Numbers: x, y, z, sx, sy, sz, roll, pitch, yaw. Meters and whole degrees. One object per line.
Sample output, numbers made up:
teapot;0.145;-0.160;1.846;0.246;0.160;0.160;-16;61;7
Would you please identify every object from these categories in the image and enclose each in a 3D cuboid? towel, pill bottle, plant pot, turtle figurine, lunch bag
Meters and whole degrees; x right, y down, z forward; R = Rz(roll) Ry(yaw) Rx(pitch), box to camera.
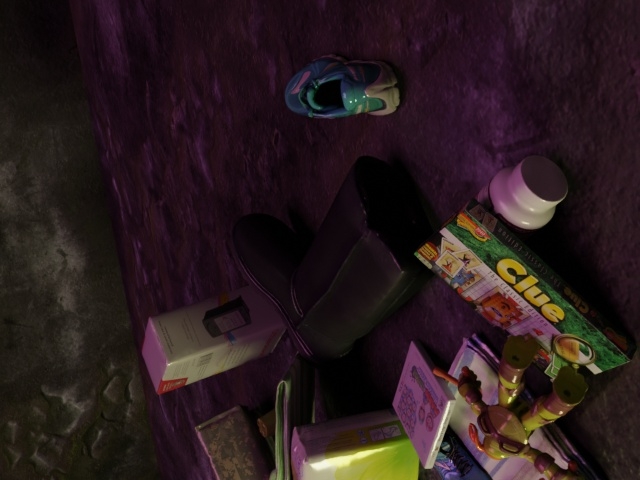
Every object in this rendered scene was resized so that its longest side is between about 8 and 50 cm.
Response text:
towel;0.281;0.300;1.019;0.285;0.034;0.209;51;146;32
towel;-0.050;0.341;1.391;0.325;0.038;0.247;-49;-39;-77
pill bottle;0.233;-0.038;0.849;0.086;0.086;0.152;63;151;16
plant pot;-0.118;0.471;1.771;0.083;0.079;0.083;38;138;45
turtle figurine;0.245;0.225;0.902;0.269;0.087;0.217;48;146;35
lunch bag;-0.209;0.596;1.903;0.235;0.169;0.287;63;176;17

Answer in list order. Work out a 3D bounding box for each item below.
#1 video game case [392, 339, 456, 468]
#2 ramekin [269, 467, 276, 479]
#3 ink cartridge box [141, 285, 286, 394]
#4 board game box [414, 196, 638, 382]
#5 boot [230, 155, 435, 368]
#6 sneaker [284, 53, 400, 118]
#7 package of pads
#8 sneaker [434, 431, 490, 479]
video game case;0.168;0.269;1.136;0.157;0.019;0.143;-118;36;-58
ramekin;0.017;0.631;1.545;0.303;0.148;0.303;42;141;46
ink cartridge box;-0.256;0.232;1.637;0.131;0.306;0.226;61;150;20
board game box;0.246;0.071;0.849;0.260;0.030;0.136;43;146;3
boot;0.002;0.001;1.209;0.367;0.146;0.445;52;151;14
sneaker;0.009;-0.243;1.099;0.275;0.110;0.107;13;117;58
package of pads;0.061;0.458;1.279;0.101;0.229;0.296;-120;26;-59
sneaker;0.213;0.360;1.124;0.162;0.063;0.073;35;152;47
